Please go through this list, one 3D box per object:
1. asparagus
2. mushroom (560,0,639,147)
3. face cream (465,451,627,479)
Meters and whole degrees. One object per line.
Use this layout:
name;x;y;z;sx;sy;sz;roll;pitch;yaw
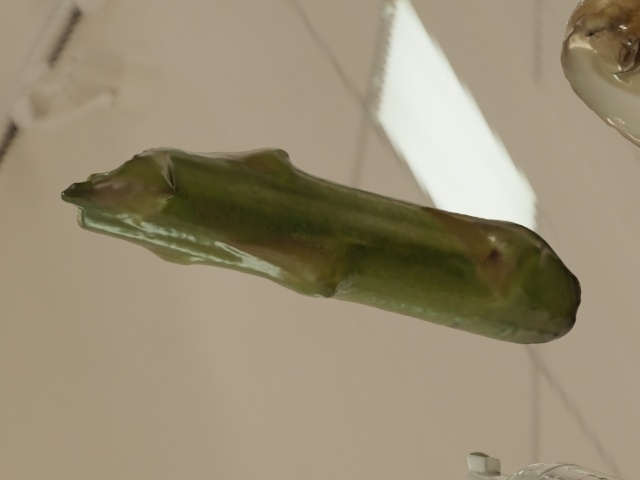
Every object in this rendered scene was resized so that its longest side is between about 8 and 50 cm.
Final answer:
asparagus;0.001;-0.001;1.083;0.343;0.082;0.085;13;-142;-25
mushroom;0.446;-0.247;1.657;0.397;0.313;0.224;-54;-53;-19
face cream;0.287;0.331;2.106;0.145;0.145;0.369;53;159;-24
